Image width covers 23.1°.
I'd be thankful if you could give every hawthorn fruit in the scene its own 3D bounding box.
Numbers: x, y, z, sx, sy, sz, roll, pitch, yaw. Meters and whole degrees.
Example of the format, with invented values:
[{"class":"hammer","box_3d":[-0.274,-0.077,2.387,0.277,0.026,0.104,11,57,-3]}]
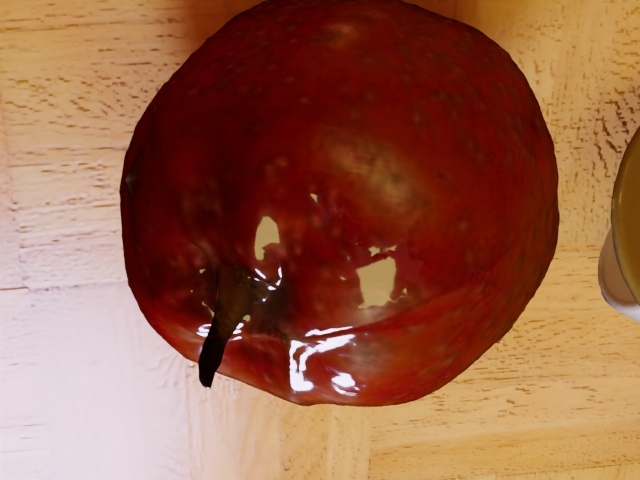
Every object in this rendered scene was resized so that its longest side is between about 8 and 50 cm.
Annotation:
[{"class":"hawthorn fruit","box_3d":[0.000,0.000,0.893,0.254,0.300,0.254,13,130,16]}]

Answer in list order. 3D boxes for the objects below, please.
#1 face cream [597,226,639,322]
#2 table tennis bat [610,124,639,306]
[{"class":"face cream","box_3d":[0.358,0.070,1.157,0.345,0.102,0.102,27,122,-29]},{"class":"table tennis bat","box_3d":[0.340,-0.037,1.039,0.321,0.050,0.198,-22,90,-12]}]
